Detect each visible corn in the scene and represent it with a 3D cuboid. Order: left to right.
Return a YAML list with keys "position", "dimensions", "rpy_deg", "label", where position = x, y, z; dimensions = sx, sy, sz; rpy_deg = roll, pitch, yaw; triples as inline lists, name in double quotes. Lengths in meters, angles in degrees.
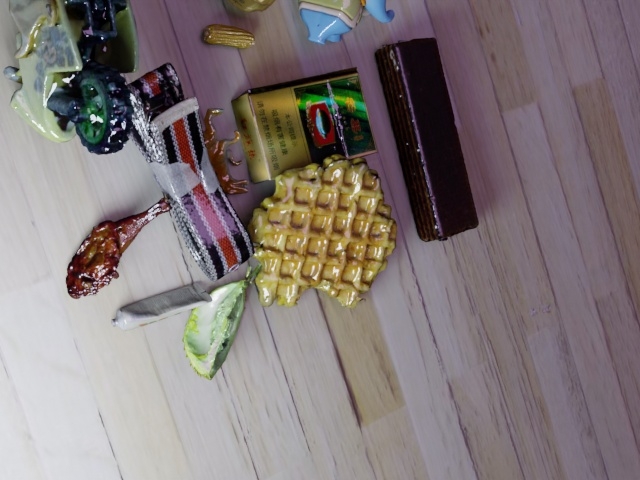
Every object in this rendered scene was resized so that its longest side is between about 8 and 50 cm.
- position: [-0.156, -0.348, 1.719]
  dimensions: [0.092, 0.037, 0.037]
  rpy_deg: [6, 83, -32]
  label: "corn"

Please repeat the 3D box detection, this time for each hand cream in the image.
- position: [-0.255, 0.106, 1.609]
  dimensions: [0.165, 0.057, 0.037]
  rpy_deg: [-18, 131, -29]
  label: "hand cream"

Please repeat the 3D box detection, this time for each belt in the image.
- position: [-0.210, -0.100, 1.589]
  dimensions: [0.094, 0.126, 0.359]
  rpy_deg: [-36, 120, -28]
  label: "belt"

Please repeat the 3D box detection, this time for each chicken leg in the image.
- position: [-0.317, 0.008, 1.558]
  dimensions: [0.205, 0.093, 0.053]
  rpy_deg: [-59, 143, -13]
  label: "chicken leg"

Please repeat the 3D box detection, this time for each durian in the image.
- position: [-0.157, 0.133, 1.638]
  dimensions: [0.086, 0.100, 0.215]
  rpy_deg: [34, 61, -27]
  label: "durian"

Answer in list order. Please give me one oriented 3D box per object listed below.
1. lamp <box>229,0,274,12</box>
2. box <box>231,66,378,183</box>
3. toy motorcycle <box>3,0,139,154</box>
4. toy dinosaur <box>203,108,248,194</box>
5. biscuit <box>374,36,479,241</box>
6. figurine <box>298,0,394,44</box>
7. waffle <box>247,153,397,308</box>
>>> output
- position: [-0.130, -0.485, 1.680]
  dimensions: [0.185, 0.161, 0.161]
  rpy_deg: [40, 66, -19]
  label: "lamp"
- position: [-0.025, -0.201, 1.769]
  dimensions: [0.240, 0.071, 0.159]
  rpy_deg: [-18, 93, -32]
  label: "box"
- position: [-0.370, -0.317, 1.468]
  dimensions: [0.168, 0.237, 0.410]
  rpy_deg: [-6, 87, -47]
  label: "toy motorcycle"
- position: [-0.215, -0.152, 1.665]
  dimensions: [0.212, 0.057, 0.142]
  rpy_deg: [4, 99, -22]
  label: "toy dinosaur"
- position: [0.205, -0.188, 1.912]
  dimensions: [0.107, 0.073, 0.388]
  rpy_deg: [-16, 95, -31]
  label: "biscuit"
- position: [0.055, -0.470, 1.816]
  dimensions: [0.180, 0.154, 0.262]
  rpy_deg: [14, 95, -40]
  label: "figurine"
- position: [0.008, -0.003, 1.753]
  dimensions: [0.300, 0.058, 0.282]
  rpy_deg: [-20, 112, -28]
  label: "waffle"
